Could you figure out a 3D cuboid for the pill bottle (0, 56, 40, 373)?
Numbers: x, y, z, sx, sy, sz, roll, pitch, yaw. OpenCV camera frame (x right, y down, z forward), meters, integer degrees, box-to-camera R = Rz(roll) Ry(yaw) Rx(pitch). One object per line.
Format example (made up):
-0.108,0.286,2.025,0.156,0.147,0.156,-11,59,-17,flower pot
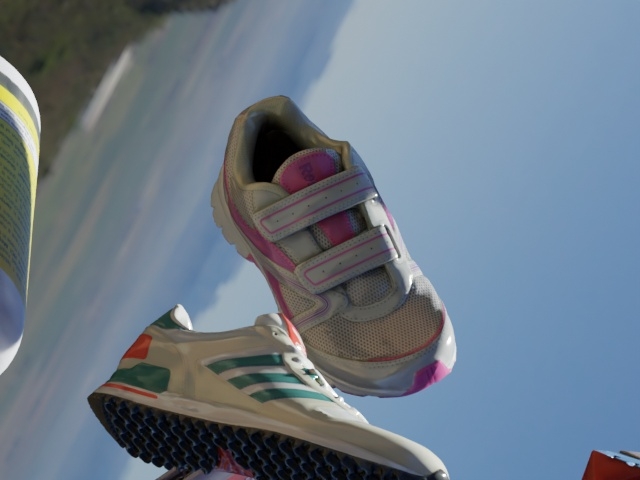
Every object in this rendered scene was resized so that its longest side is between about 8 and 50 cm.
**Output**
-0.321,0.007,1.464,0.334,0.188,0.188,-94,-155,-44,pill bottle

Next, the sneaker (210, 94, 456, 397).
0.000,0.000,1.252,0.103,0.252,0.111,-29,145,-18,sneaker

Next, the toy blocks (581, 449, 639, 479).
0.333,0.247,1.375,0.261,0.381,0.190,15,94,-56,toy blocks

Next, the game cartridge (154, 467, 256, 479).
-0.072,0.256,1.311,0.294,0.196,0.060,-33,-165,-30,game cartridge

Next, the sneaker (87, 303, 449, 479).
-0.014,0.064,0.771,0.075,0.161,0.057,-60,147,-32,sneaker
